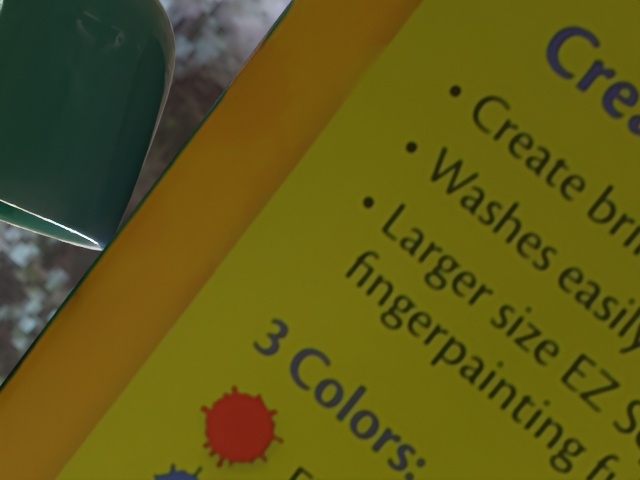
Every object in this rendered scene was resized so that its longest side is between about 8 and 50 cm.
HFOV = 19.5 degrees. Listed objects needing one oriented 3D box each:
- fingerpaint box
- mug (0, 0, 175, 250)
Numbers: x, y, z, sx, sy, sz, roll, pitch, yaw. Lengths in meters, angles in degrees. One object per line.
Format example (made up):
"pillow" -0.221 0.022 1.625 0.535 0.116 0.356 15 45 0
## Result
"fingerpaint box" 0.174 0.097 0.400 0.371 0.445 0.163 -53 168 11
"mug" -0.118 -0.067 0.619 0.158 0.129 0.097 41 68 -73
